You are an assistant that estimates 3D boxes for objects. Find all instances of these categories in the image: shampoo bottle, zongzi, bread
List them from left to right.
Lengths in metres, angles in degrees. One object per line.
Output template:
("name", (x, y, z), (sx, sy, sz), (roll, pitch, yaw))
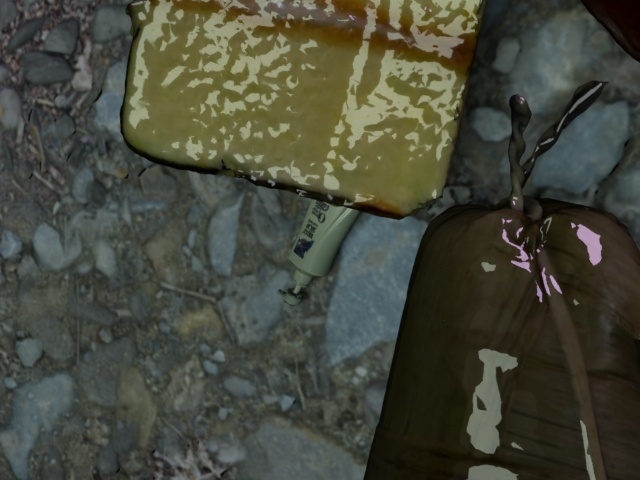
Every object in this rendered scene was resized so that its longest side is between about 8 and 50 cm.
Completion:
("bread", (-0.013, -0.163, 0.610), (0.198, 0.236, 0.263), (37, 119, 58))
("shampoo bottle", (0.000, 0.000, 0.777), (0.049, 0.034, 0.141), (28, 109, 13))
("zongzi", (0.271, 0.167, 0.649), (0.467, 0.218, 0.500), (13, 87, -9))

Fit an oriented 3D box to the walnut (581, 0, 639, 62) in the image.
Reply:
("walnut", (0.256, -0.255, 0.531), (0.244, 0.222, 0.269), (-30, 99, 33))
